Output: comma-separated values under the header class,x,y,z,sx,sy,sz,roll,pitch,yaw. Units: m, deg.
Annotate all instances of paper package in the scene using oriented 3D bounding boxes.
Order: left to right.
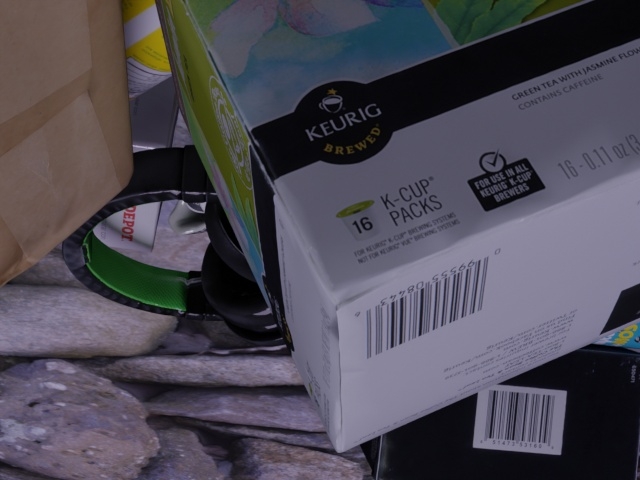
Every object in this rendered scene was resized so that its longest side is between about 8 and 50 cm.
class,x,y,z,sx,sy,sz,roll,pitch,yaw
paper package,-0.287,-0.174,0.710,0.309,0.168,0.325,42,154,15

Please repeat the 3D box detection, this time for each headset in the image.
class,x,y,z,sx,sy,sz,roll,pitch,yaw
headset,-0.039,-0.019,0.991,0.394,0.185,0.243,4,150,-5

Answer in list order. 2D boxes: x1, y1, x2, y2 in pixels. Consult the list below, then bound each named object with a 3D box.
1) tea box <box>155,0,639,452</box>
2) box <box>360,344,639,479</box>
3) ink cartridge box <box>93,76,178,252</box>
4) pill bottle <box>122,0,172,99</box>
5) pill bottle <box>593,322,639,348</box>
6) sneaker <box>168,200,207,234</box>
class,x,y,z,sx,sy,sz,roll,pitch,yaw
tea box,0.093,-0.096,0.687,0.329,0.323,0.220,-22,150,-11
box,0.201,0.193,1.291,0.296,0.183,0.294,6,180,-4
ink cartridge box,-0.281,-0.098,1.019,0.273,0.114,0.197,8,148,-9
pill bottle,-0.150,-0.187,0.855,0.215,0.117,0.117,-22,141,36
pill bottle,0.299,0.042,1.166,0.264,0.146,0.146,7,149,-5
sneaker,-0.085,-0.076,1.033,0.095,0.090,0.235,-22,159,-29
